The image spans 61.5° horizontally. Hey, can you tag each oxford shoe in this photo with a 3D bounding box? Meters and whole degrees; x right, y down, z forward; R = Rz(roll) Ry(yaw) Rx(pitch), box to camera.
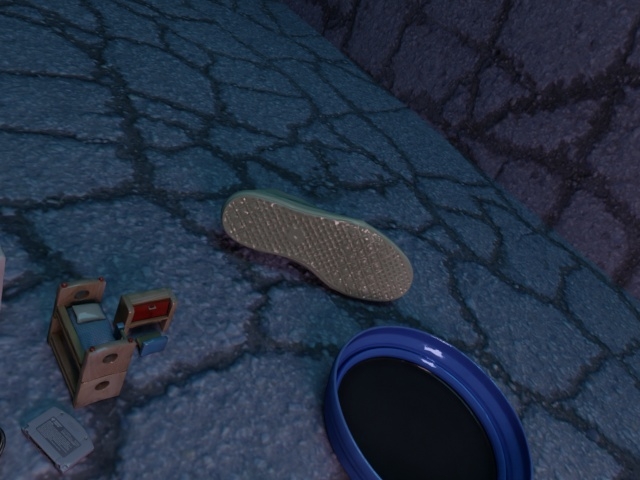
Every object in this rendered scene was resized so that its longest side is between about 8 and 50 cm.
[{"bbox_3d":[0.000,0.000,1.187,0.449,0.169,0.130,22,12,-9],"label":"oxford shoe"}]

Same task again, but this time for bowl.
[{"bbox_3d":[0.186,0.324,0.954,0.391,0.077,0.391,19,35,-14],"label":"bowl"}]

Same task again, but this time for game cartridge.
[{"bbox_3d":[-0.342,0.260,0.709,0.083,0.017,0.056,39,38,14],"label":"game cartridge"}]

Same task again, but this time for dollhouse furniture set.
[{"bbox_3d":[-0.287,0.136,0.809,0.183,0.129,0.129,-9,49,-43],"label":"dollhouse furniture set"}]

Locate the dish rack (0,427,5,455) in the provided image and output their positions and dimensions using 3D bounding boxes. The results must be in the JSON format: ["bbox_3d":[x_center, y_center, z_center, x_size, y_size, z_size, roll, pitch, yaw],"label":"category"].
[{"bbox_3d":[-0.476,0.277,0.527,0.208,0.074,0.271,19,47,-11],"label":"dish rack"}]

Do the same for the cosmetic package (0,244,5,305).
[{"bbox_3d":[-0.626,-0.041,0.775,0.217,0.156,0.385,-8,47,-42],"label":"cosmetic package"}]
